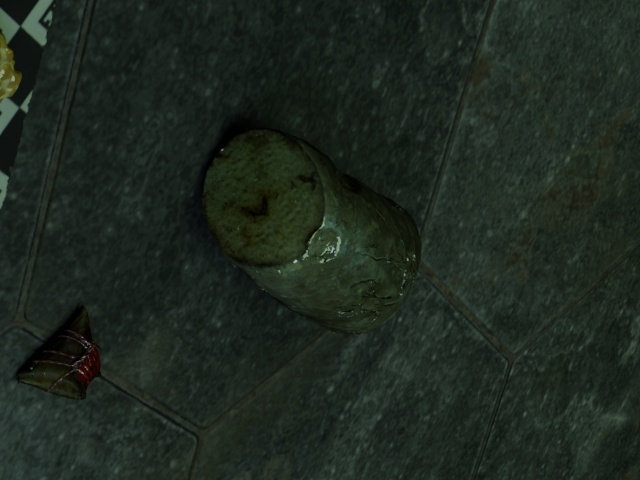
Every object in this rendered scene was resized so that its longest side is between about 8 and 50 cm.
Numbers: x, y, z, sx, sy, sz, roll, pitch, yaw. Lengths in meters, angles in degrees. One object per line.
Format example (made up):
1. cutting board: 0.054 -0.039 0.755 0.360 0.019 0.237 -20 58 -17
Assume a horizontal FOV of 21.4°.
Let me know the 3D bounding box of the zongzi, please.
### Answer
1. zongzi: -0.218 0.096 1.492 0.083 0.067 0.073 -30 126 -64

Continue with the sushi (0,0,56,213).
1. sushi: -0.306 -0.058 1.258 0.264 0.050 0.290 2 112 -53

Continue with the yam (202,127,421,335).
1. yam: 0.000 0.000 1.617 0.154 0.154 0.254 -60 148 -3
